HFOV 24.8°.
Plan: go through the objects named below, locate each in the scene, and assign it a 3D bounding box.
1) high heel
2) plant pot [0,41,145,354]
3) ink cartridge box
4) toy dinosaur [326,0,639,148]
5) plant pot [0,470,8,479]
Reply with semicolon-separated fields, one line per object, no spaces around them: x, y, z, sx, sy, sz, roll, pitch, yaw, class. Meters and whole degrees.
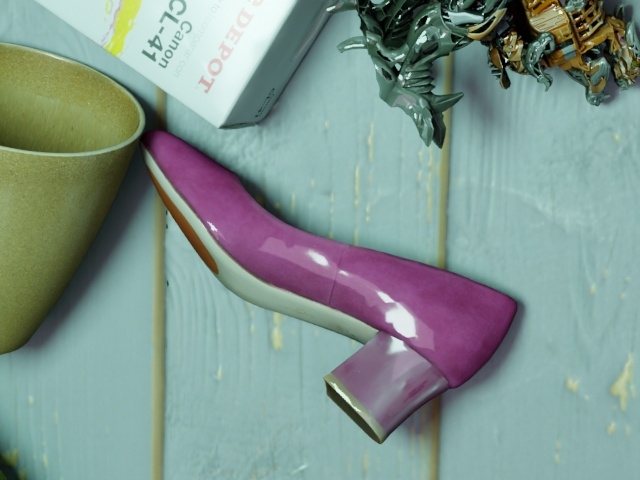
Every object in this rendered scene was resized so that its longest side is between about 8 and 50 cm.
0.000;0.000;1.361;0.181;0.127;0.377;-40;81;-12;high heel
-0.306;-0.026;1.374;0.237;0.237;0.254;22;117;12;plant pot
-0.138;-0.276;1.326;0.306;0.131;0.226;35;105;10;ink cartridge box
0.129;-0.217;1.233;0.322;0.164;0.218;45;111;-6;toy dinosaur
-0.424;0.325;1.398;0.353;0.366;0.366;42;106;-5;plant pot
